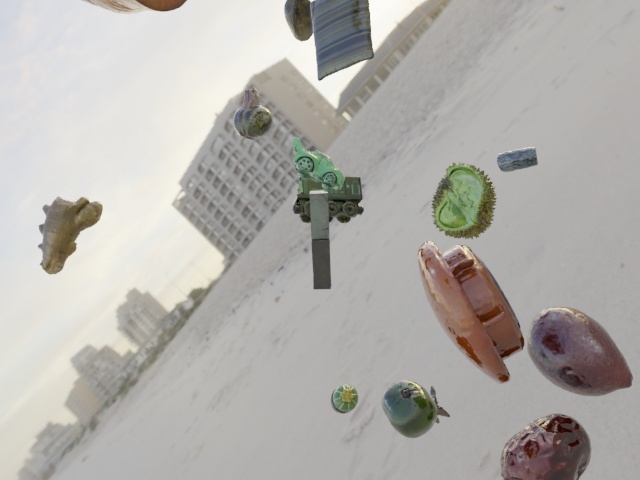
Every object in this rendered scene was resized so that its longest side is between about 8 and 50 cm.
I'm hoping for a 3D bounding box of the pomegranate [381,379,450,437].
[{"bbox_3d":[0.259,0.445,1.524,0.131,0.191,0.152,-60,36,22],"label":"pomegranate"}]

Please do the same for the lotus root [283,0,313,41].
[{"bbox_3d":[-0.064,-0.683,1.746,0.089,0.081,0.179,-15,-26,-2],"label":"lotus root"}]

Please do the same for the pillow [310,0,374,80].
[{"bbox_3d":[0.053,-0.532,1.443,0.052,0.213,0.208,-4,0,-42],"label":"pillow"}]

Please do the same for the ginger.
[{"bbox_3d":[-0.612,-0.026,1.352,0.081,0.115,0.206,14,71,58],"label":"ginger"}]

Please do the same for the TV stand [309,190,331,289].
[{"bbox_3d":[0.000,0.000,1.471,0.048,0.257,0.040,-3,19,0],"label":"TV stand"}]

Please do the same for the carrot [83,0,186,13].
[{"bbox_3d":[-0.290,-0.384,0.774,0.224,0.159,0.159,11,43,36],"label":"carrot"}]

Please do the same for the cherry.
[{"bbox_3d":[0.670,0.293,1.509,0.203,0.300,0.230,-45,-42,-7],"label":"cherry"}]

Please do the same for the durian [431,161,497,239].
[{"bbox_3d":[0.447,-0.118,1.796,0.176,0.199,0.237,21,-103,-73],"label":"durian"}]

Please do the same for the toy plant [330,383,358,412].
[{"bbox_3d":[0.081,0.538,1.950,0.093,0.092,0.162,-46,-11,-19],"label":"toy plant"}]

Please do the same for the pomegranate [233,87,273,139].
[{"bbox_3d":[-0.231,-0.412,1.904,0.138,0.163,0.125,12,45,44],"label":"pomegranate"}]

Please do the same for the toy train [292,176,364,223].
[{"bbox_3d":[0.022,-0.127,1.761,0.225,0.137,0.090,1,-17,-16],"label":"toy train"}]

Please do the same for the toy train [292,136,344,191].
[{"bbox_3d":[-0.010,-0.175,1.362,0.099,0.149,0.081,99,-165,-84],"label":"toy train"}]

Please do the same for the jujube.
[{"bbox_3d":[0.546,0.526,1.399,0.243,0.184,0.183,-28,-8,-36],"label":"jujube"}]

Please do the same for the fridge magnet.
[{"bbox_3d":[0.343,0.155,1.320,0.155,0.364,0.363,-30,4,8],"label":"fridge magnet"}]

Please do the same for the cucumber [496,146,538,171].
[{"bbox_3d":[0.571,-0.236,1.652,0.111,0.064,0.064,-11,23,36],"label":"cucumber"}]
